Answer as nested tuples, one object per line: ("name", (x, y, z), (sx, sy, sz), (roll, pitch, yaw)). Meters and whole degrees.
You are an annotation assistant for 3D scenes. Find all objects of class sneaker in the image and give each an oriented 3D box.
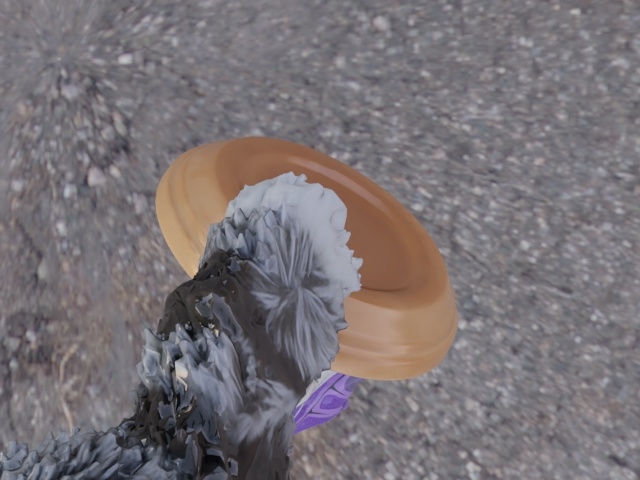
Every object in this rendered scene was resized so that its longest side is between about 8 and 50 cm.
("sneaker", (0.012, 0.076, 0.828), (0.170, 0.068, 0.071), (-32, 143, -13))

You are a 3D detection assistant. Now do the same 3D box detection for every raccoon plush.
("raccoon plush", (-0.151, 0.183, 0.571), (0.299, 0.446, 0.216), (-12, 119, 31))

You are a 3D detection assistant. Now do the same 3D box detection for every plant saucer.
("plant saucer", (0.000, 0.000, 0.738), (0.200, 0.200, 0.037), (25, 119, -14))
